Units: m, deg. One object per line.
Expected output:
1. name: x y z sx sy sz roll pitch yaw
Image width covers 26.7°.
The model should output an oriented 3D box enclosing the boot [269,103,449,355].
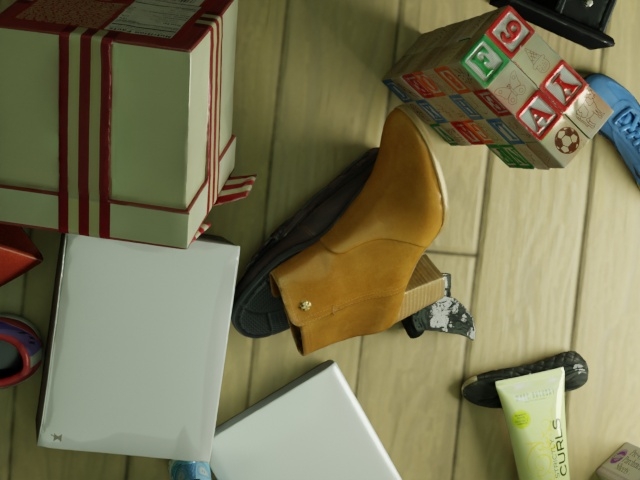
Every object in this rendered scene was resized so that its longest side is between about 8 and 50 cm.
1. boot: 0.038 -0.001 1.584 0.211 0.104 0.295 -20 127 -17

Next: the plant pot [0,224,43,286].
1. plant pot: -0.505 -0.020 1.458 0.236 0.267 0.267 -39 80 3

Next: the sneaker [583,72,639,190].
1. sneaker: 0.418 -0.134 1.764 0.069 0.082 0.209 -38 100 -5

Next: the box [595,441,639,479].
1. box: 0.440 0.321 1.679 0.067 0.324 0.063 -39 97 -6

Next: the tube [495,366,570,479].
1. tube: 0.289 0.288 1.767 0.070 0.062 0.240 -21 106 -46

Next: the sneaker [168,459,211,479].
1. sneaker: -0.151 0.339 1.665 0.063 0.073 0.162 -17 122 -7

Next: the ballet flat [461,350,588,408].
1. ballet flat: 0.269 0.184 1.782 0.173 0.049 0.057 -9 124 -7

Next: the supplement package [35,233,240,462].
1. supplement package: -0.221 0.115 1.611 0.204 0.145 0.261 8 93 -13

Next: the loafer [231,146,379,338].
1. loafer: 0.000 0.000 1.691 0.302 0.095 0.109 -41 129 -2

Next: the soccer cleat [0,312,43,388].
1. soccer cleat: -0.484 0.137 1.568 0.318 0.116 0.108 -3 95 -12

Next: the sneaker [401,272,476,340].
1. sneaker: 0.115 0.086 1.729 0.170 0.051 0.089 -1 91 -15

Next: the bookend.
1. bookend: 0.322 -0.346 1.729 0.157 0.072 0.156 22 89 -14

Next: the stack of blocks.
1. stack of blocks: 0.200 -0.173 1.601 0.171 0.297 0.087 43 83 -13

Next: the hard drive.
1. hard drive: 0.004 0.335 1.730 0.203 0.040 0.307 -31 100 -8

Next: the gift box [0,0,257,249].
1. gift box: -0.208 -0.140 1.496 0.255 0.276 0.258 11 116 11
